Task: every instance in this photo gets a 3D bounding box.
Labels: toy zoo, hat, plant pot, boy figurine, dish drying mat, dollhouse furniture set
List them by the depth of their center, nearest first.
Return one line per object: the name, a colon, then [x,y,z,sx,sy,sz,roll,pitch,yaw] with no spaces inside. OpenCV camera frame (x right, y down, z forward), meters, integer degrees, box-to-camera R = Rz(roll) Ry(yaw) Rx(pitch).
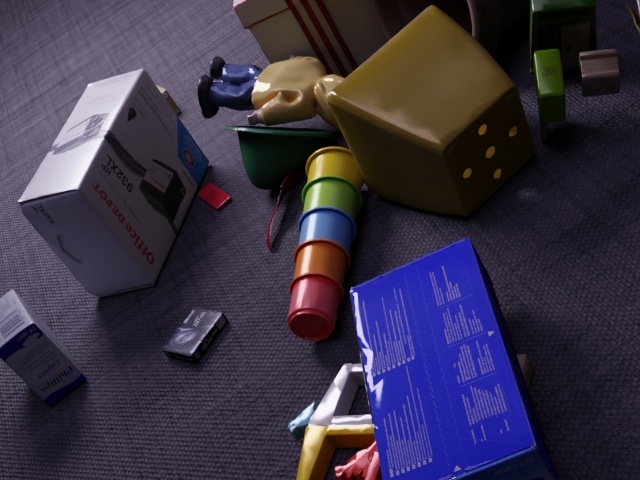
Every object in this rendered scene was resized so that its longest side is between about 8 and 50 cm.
toy zoo: [0.089,0.220,1.321,0.293,0.030,0.192,-8,42,32]
dollhouse furniture set: [0.446,-0.242,1.577,0.302,0.151,0.197,-5,61,10]
plant pot: [0.173,-0.159,1.586,0.212,0.212,0.187,-42,48,-13]
plant pot: [0.242,-0.412,1.820,0.229,0.263,0.263,-28,30,-24]
hat: [-0.077,-0.090,1.846,0.173,0.183,0.208,8,9,34]
boy figurine: [-0.052,-0.247,1.887,0.285,0.092,0.177,8,46,15]
dish drying mat: [-0.178,-0.074,1.922,0.032,0.008,0.083,-41,36,-11]

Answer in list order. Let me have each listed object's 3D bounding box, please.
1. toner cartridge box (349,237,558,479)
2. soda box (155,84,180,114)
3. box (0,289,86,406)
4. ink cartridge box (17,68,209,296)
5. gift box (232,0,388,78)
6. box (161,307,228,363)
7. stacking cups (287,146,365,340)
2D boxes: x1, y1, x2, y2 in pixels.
toner cartridge box: [0.137,0.153,1.270,0.165,0.075,0.348,-25,35,13]
soda box: [-0.363,-0.221,2.208,0.181,0.058,0.061,-42,35,-13]
box: [-0.436,0.162,1.721,0.072,0.137,0.126,-40,35,-8]
ink cartridge box: [-0.330,-0.096,1.879,0.129,0.223,0.307,-11,40,28]
gift box: [0.009,-0.442,2.004,0.276,0.258,0.255,-25,35,13]
box: [-0.181,0.137,1.653,0.067,0.018,0.083,7,51,43]
stacking cups: [0.000,0.000,1.608,0.096,0.096,0.316,-15,38,25]
